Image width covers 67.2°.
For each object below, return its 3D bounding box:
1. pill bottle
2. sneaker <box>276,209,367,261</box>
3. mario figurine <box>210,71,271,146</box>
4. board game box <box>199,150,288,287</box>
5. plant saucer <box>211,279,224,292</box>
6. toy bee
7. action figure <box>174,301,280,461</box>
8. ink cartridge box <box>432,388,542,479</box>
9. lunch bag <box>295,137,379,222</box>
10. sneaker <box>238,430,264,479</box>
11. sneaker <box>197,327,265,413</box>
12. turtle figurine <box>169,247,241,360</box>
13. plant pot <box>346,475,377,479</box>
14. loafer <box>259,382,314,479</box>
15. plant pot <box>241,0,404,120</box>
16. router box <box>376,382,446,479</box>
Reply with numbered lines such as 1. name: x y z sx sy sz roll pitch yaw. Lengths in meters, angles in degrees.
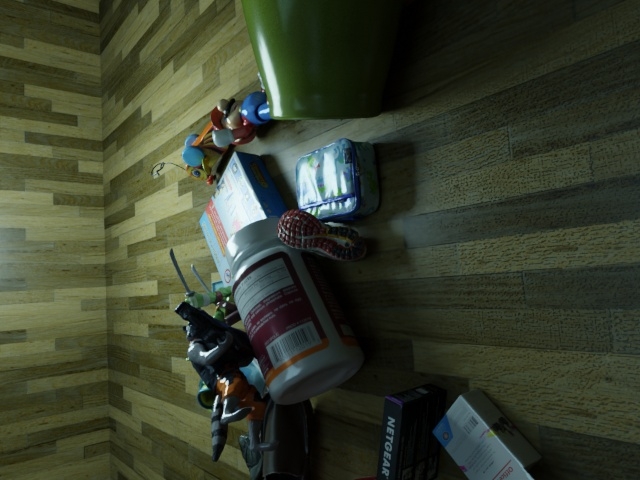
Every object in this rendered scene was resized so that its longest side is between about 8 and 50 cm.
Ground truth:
1. pill bottle: -0.077 0.154 1.128 0.224 0.224 0.392 -51 52 37
2. sneaker: 0.000 0.000 1.089 0.225 0.093 0.088 23 83 22
3. mario figurine: -0.205 -0.367 1.319 0.320 0.198 0.170 -13 101 45
4. board game box: -0.225 -0.044 1.416 0.302 0.086 0.308 -53 52 36
5. plant saucer: -0.300 0.158 1.559 0.192 0.018 0.067 -16 77 48
6. toy bee: -0.389 -0.272 1.598 0.298 0.162 0.195 -17 45 37
7. action figure: -0.235 0.281 1.055 0.178 0.341 0.330 -39 47 0
8. ink cartridge box: 0.288 0.357 0.809 0.181 0.061 0.104 50 126 39
9. lunch bag: 0.034 -0.128 1.105 0.219 0.090 0.176 -7 87 51
10. sneaker: -0.163 0.555 1.333 0.130 0.087 0.228 48 130 32
11. sneaker: -0.280 0.369 1.376 0.319 0.208 0.127 32 123 46
12. turtle figurine: -0.308 0.188 1.292 0.198 0.274 0.266 160 125 -66
13. plant pot: 0.102 0.561 0.940 0.191 0.191 0.174 -32 58 45
14. loafer: -0.079 0.517 1.174 0.130 0.133 0.366 -53 -44 -85
15. plant pot: 0.006 -0.426 0.977 0.366 0.366 0.353 18 116 49
16. router box: 0.170 0.369 0.896 0.046 0.133 0.179 11 97 49
